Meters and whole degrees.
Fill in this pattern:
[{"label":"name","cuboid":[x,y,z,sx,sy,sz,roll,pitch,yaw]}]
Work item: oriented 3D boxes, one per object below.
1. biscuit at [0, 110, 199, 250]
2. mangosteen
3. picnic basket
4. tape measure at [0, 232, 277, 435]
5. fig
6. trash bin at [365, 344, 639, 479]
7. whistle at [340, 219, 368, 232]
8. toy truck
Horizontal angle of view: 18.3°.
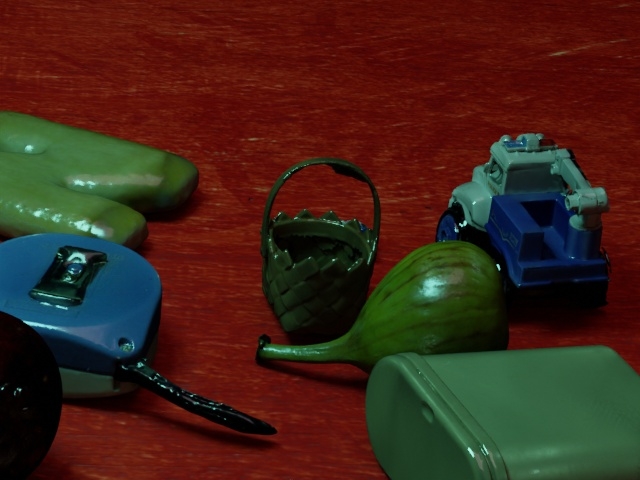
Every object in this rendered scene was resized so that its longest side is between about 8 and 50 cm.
[{"label":"biscuit","cuboid":[-0.308,-0.068,2.276,0.291,0.062,0.237,16,30,19]},{"label":"mangosteen","cuboid":[-0.327,0.147,1.777,0.200,0.200,0.200,5,28,-3]},{"label":"picnic basket","cuboid":[0.000,0.000,2.086,0.128,0.178,0.138,4,22,-17]},{"label":"tape measure","cuboid":[-0.196,0.089,1.977,0.351,0.098,0.215,12,29,4]},{"label":"fig","cuboid":[0.061,0.086,1.990,0.259,0.151,0.151,-10,30,-4]},{"label":"trash bin","cuboid":[0.198,0.189,1.859,0.247,0.121,0.243,-4,30,-27]},{"label":"whistle","cuboid":[0.047,-0.004,2.273,0.033,0.029,0.083,13,17,-22]},{"label":"toy truck","cuboid":[0.232,-0.024,2.194,0.161,0.177,0.213,-4,31,-18]}]
